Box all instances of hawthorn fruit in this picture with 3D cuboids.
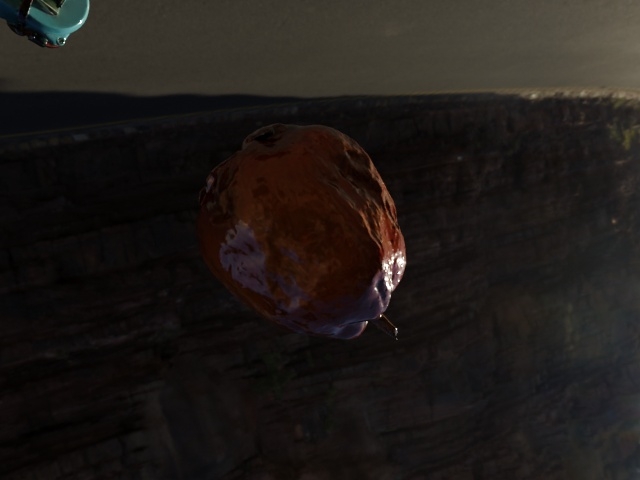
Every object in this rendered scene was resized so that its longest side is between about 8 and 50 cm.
[{"bbox_3d":[-0.011,-0.010,0.448,0.174,0.173,0.179,-13,-140,-18],"label":"hawthorn fruit"}]

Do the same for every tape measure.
[{"bbox_3d":[-0.421,-0.367,0.814,0.081,0.146,0.125,2,158,41],"label":"tape measure"}]
